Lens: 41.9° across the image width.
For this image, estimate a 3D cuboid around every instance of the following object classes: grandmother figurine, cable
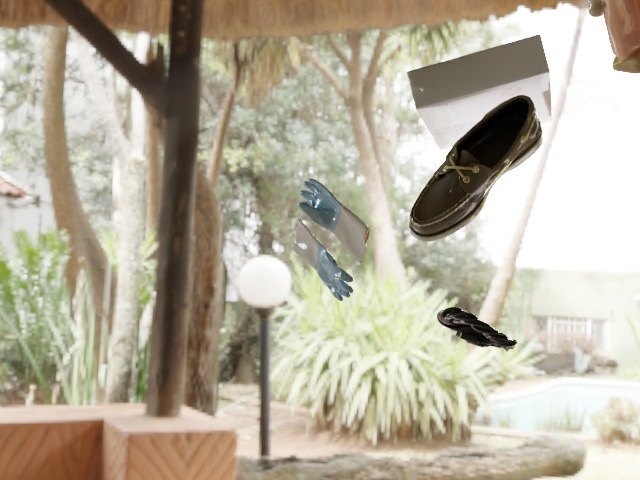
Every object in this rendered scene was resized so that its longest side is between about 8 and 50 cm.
[{"bbox_3d":[0.462,-0.440,1.315,0.104,0.208,0.342,-9,-46,31],"label":"grandmother figurine"},{"bbox_3d":[0.346,0.192,1.834,0.184,0.047,0.150,17,-19,42],"label":"cable"}]

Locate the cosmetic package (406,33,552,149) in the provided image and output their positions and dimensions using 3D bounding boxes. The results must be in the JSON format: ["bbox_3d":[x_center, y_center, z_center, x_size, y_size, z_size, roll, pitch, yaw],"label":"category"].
[{"bbox_3d":[0.372,-0.322,1.892,0.284,0.097,0.377,-16,-12,14],"label":"cosmetic package"}]

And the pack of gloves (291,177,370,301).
[{"bbox_3d":[0.000,0.000,1.669,0.046,0.195,0.232,-10,37,-32],"label":"pack of gloves"}]

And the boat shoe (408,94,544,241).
[{"bbox_3d":[0.255,-0.125,1.410,0.109,0.305,0.091,38,-14,36],"label":"boat shoe"}]
